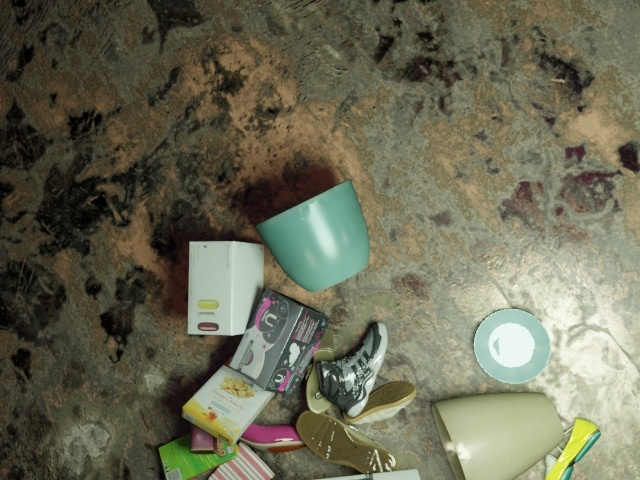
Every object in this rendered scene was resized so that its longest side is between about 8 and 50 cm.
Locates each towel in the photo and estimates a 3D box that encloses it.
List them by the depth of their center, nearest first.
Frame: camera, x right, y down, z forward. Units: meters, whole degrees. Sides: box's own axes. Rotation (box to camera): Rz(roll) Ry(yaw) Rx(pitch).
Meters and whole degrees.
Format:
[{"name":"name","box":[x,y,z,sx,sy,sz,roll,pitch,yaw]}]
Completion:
[{"name":"towel","box":[-0.244,0.715,1.911,0.144,0.029,0.197,42,96,15]}]

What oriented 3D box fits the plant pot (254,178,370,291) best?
[{"name":"plant pot","box":[0.000,0.000,1.756,0.293,0.293,0.235,-24,95,14]}]

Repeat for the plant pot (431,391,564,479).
[{"name":"plant pot","box":[0.454,0.486,1.615,0.274,0.256,0.256,-19,81,-2]}]

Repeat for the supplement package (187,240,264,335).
[{"name":"supplement package","box":[-0.269,0.136,1.858,0.145,0.204,0.261,-2,86,20]}]

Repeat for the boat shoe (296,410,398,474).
[{"name":"boat shoe","box":[0.073,0.566,1.779,0.302,0.098,0.109,23,82,12]}]

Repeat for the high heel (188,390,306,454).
[{"name":"high heel","box":[-0.194,0.515,1.857,0.377,0.127,0.181,0,60,-4]}]

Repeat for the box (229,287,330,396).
[{"name":"box","box":[-0.116,0.283,1.798,0.163,0.142,0.247,23,85,40]}]

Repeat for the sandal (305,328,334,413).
[{"name":"sandal","box":[-0.001,0.377,1.838,0.088,0.079,0.240,9,67,-12]}]

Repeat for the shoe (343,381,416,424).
[{"name":"shoe","box":[0.170,0.458,1.787,0.219,0.076,0.058,-25,124,12]}]

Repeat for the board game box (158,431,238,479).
[{"name":"board game box","box":[-0.363,0.635,1.934,0.259,0.039,0.124,-29,65,16]}]

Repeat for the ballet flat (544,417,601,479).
[{"name":"ballet flat","box":[0.622,0.555,1.637,0.077,0.077,0.231,35,94,37]}]

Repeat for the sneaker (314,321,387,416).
[{"name":"sneaker","box":[0.080,0.333,1.758,0.153,0.101,0.268,22,80,-7]}]

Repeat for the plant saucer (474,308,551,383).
[{"name":"plant saucer","box":[0.507,0.278,1.700,0.195,0.037,0.195,-1,86,16]}]

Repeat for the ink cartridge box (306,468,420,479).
[{"name":"ink cartridge box","box":[0.118,0.734,1.665,0.307,0.129,0.223,-6,109,0]}]

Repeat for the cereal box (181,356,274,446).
[{"name":"cereal box","box":[-0.253,0.452,1.828,0.173,0.240,0.047,25,129,16]}]
